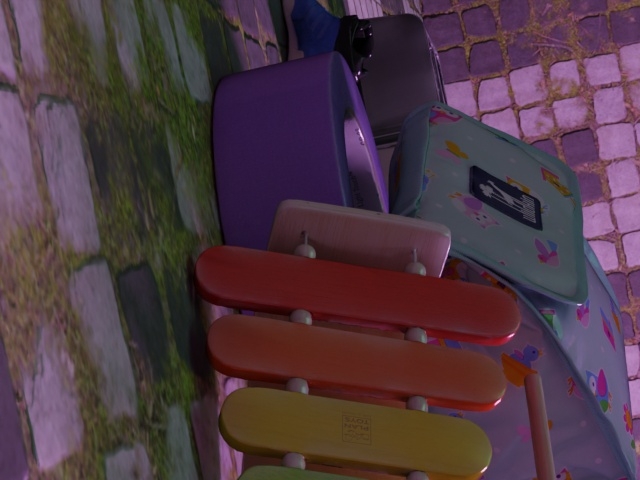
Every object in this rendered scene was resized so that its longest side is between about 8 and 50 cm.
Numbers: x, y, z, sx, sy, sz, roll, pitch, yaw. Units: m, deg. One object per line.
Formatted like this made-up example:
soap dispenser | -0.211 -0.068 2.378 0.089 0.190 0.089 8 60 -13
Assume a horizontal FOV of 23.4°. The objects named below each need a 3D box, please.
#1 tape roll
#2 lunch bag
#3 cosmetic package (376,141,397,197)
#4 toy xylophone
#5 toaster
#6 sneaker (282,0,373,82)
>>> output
tape roll | 0.000 0.000 1.168 0.275 0.090 0.275 -12 90 -82
lunch bag | 0.128 0.042 1.145 0.262 0.160 0.223 61 21 -25
cosmetic package | 0.144 0.022 1.903 0.296 0.129 0.153 66 17 -52
toy xylophone | 0.045 0.122 0.912 0.081 0.236 0.322 109 -21 -49
toaster | 0.098 -0.188 1.951 0.168 0.110 0.185 23 55 -78
sneaker | 0.010 -0.203 1.502 0.058 0.084 0.152 69 13 -46
